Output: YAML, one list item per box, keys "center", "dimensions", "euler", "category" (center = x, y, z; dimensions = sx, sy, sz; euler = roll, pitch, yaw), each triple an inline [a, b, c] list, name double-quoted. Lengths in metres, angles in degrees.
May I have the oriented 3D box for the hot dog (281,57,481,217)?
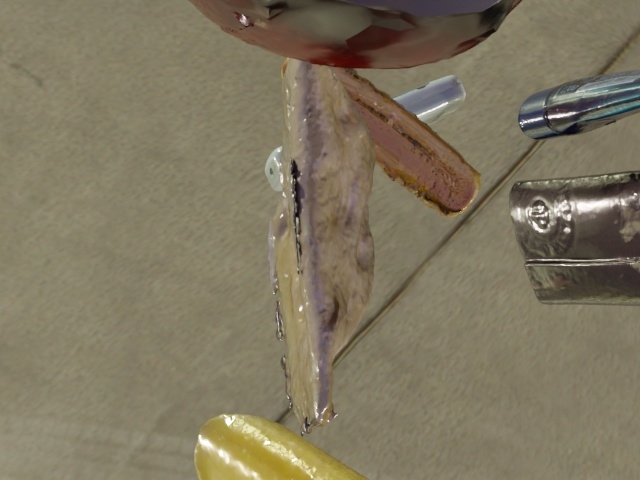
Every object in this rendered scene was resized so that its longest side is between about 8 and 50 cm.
- center: [0.073, -0.137, 1.399]
  dimensions: [0.289, 0.068, 0.083]
  euler: [41, 88, 5]
  category: "hot dog"

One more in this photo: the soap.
- center: [0.048, 0.343, 1.139]
  dimensions: [0.427, 0.115, 0.306]
  euler: [28, 138, 44]
  category: "soap"

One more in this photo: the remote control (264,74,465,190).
- center: [0.065, -0.151, 1.615]
  dimensions: [0.296, 0.140, 0.056]
  euler: [-24, 88, -12]
  category: "remote control"

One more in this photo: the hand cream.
- center: [0.338, -0.160, 1.230]
  dimensions: [0.270, 0.120, 0.061]
  euler: [-11, 96, 53]
  category: "hand cream"

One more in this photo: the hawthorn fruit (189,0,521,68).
- center: [0.016, -0.235, 0.655]
  dimensions: [0.316, 0.316, 0.316]
  euler: [3, 100, 16]
  category: "hawthorn fruit"

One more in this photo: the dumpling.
- center: [0.004, 0.000, 0.970]
  dimensions: [0.086, 0.166, 0.332]
  euler: [3, 79, -7]
  category: "dumpling"

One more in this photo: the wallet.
- center: [0.354, 0.001, 1.365]
  dimensions: [0.321, 0.044, 0.170]
  euler: [-2, 106, 58]
  category: "wallet"
